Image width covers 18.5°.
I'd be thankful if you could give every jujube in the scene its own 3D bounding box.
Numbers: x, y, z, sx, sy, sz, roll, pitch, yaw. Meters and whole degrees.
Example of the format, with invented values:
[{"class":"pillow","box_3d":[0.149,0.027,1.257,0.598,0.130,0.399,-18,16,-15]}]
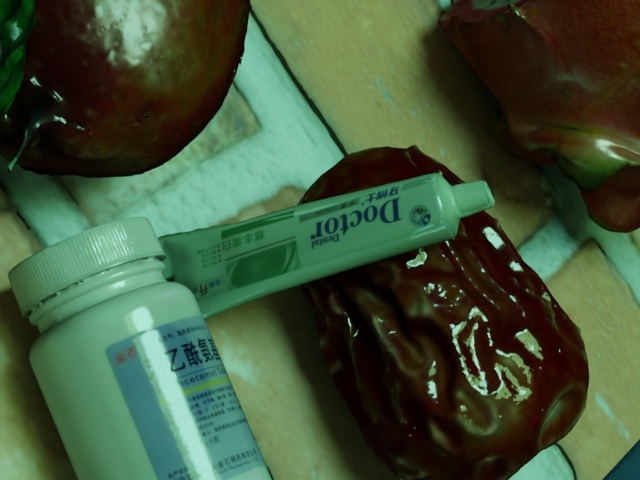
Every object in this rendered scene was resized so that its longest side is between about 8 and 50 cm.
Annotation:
[{"class":"jujube","box_3d":[0.072,0.051,1.269,0.155,0.155,0.230,-17,69,-45]}]

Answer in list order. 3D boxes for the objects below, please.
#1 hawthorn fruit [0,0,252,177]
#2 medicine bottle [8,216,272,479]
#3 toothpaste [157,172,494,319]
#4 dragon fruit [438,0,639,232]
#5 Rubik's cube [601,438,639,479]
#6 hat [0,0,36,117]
[{"class":"hawthorn fruit","box_3d":[-0.144,-0.113,1.149,0.181,0.181,0.235,42,47,-17]},{"class":"medicine bottle","box_3d":[-0.103,0.088,1.124,0.103,0.103,0.186,-15,79,-45]},{"class":"toothpaste","box_3d":[0.000,0.000,1.200,0.041,0.218,0.064,41,36,-64]},{"class":"dragon fruit","box_3d":[0.260,-0.143,1.445,0.305,0.305,0.225,-42,105,-45]},{"class":"Rubik's cube","box_3d":[0.245,0.366,1.035,0.347,0.347,0.344,28,20,-25]},{"class":"hat","box_3d":[-0.323,-0.107,0.955,0.274,0.242,0.332,43,58,7]}]
